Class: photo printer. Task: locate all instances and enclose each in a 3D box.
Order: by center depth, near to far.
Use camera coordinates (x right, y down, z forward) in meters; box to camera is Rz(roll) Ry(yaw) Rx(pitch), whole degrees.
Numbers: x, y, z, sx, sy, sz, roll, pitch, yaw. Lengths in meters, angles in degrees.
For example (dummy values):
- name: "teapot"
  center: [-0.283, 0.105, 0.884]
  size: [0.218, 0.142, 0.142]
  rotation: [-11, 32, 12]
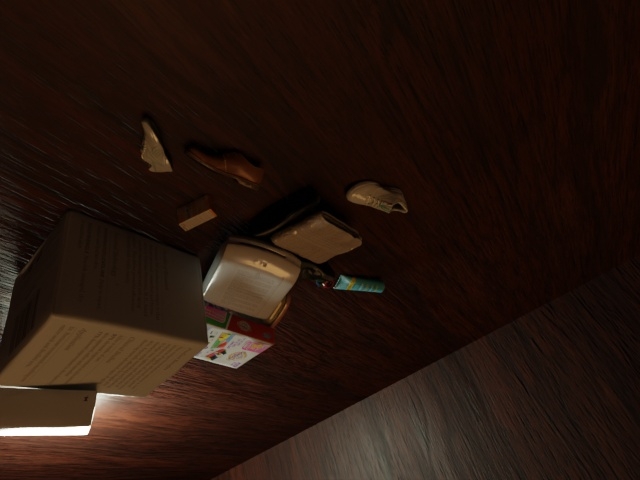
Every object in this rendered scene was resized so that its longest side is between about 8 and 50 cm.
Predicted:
- name: "photo printer"
  center: [-0.218, 0.113, 1.325]
  size: [0.256, 0.107, 0.307]
  rotation: [20, 136, -16]

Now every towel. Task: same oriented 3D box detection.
- name: "towel"
  center: [0.000, 0.000, 1.285]
  size: [0.187, 0.049, 0.282]
  rotation: [-26, 153, 24]

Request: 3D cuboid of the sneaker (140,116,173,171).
- name: "sneaker"
  center: [-0.390, -0.213, 0.972]
  size: [0.061, 0.053, 0.152]
  rotation: [-11, 141, -8]

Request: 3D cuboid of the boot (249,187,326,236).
- name: "boot"
  center: [-0.079, -0.046, 1.290]
  size: [0.236, 0.085, 0.178]
  rotation: [-28, 144, 10]

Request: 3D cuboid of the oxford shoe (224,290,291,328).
- name: "oxford shoe"
  center: [-0.282, 0.281, 1.541]
  size: [0.397, 0.140, 0.146]
  rotation: [-37, 134, 17]

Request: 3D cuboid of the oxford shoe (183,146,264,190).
- name: "oxford shoe"
  center: [-0.239, -0.198, 1.064]
  size: [0.212, 0.076, 0.076]
  rotation: [19, 97, -37]

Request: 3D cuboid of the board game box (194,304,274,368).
- name: "board game box"
  center: [-0.357, 0.338, 1.455]
  size: [0.317, 0.064, 0.242]
  rotation: [28, 129, -33]

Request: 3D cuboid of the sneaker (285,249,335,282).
- name: "sneaker"
  center: [-0.060, 0.109, 1.482]
  size: [0.228, 0.087, 0.130]
  rotation: [20, 128, -36]

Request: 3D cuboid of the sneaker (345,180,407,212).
- name: "sneaker"
  center: [0.183, -0.125, 1.308]
  size: [0.212, 0.094, 0.080]
  rotation: [2, 138, -26]

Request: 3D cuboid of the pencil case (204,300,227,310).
- name: "pencil case"
  center: [-0.406, 0.224, 1.462]
  size: [0.206, 0.088, 0.086]
  rotation: [-18, 179, -5]

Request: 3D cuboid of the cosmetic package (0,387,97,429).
- name: "cosmetic package"
  center: [-0.799, 0.448, 1.091]
  size: [0.377, 0.097, 0.284]
  rotation: [11, 147, -24]

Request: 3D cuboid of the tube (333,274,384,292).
- name: "tube"
  center: [0.158, 0.175, 1.693]
  size: [0.207, 0.052, 0.080]
  rotation: [8, 122, -24]

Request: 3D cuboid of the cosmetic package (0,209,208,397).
- name: "cosmetic package"
  center: [-0.575, 0.194, 1.148]
  size: [0.329, 0.327, 0.394]
  rotation: [-40, 137, 22]

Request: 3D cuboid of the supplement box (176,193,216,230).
- name: "supplement box"
  center: [-0.338, -0.076, 1.149]
  size: [0.098, 0.062, 0.036]
  rotation: [-26, 142, 4]

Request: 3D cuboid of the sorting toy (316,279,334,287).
- name: "sorting toy"
  center: [0.008, 0.144, 1.594]
  size: [0.061, 0.042, 0.102]
  rotation: [-40, 128, -1]
